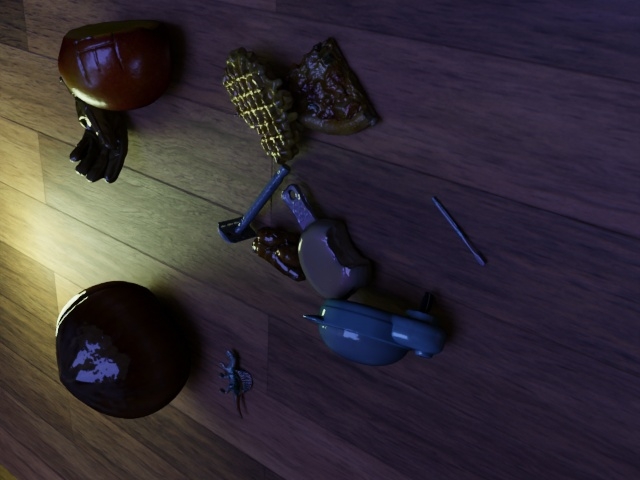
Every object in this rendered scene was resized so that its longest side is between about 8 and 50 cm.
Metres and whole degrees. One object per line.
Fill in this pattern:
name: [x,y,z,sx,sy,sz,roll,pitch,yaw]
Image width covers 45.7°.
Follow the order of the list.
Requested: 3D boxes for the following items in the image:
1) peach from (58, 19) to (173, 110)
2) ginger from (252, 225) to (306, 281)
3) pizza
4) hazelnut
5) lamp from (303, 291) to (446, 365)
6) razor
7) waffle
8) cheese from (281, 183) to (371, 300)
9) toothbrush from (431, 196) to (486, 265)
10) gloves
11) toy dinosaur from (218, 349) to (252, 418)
peach: [-0.472,-0.432,1.831,0.274,0.249,0.245,-5,139,30]
ginger: [-0.086,0.019,1.780,0.162,0.073,0.103,36,142,18]
pizza: [0.001,-0.315,1.562,0.292,0.058,0.197,30,126,30]
hazelnut: [-0.563,0.306,2.160,0.409,0.359,0.359,45,132,6]
lamp: [0.120,0.187,1.585,0.284,0.209,0.147,-8,76,19]
razor: [-0.141,-0.093,1.783,0.068,0.106,0.232,48,121,14]
waffle: [-0.133,-0.295,1.656,0.253,0.056,0.249,40,151,36]
cheese: [0.000,0.000,1.685,0.163,0.082,0.286,-36,82,43]
toothbrush: [0.270,-0.020,1.483,0.167,0.014,0.011,54,135,13]
gloves: [-0.605,-0.308,2.055,0.154,0.141,0.331,-19,84,19]
toy dinosaur: [-0.228,0.394,2.091,0.106,0.044,0.187,-30,86,29]
